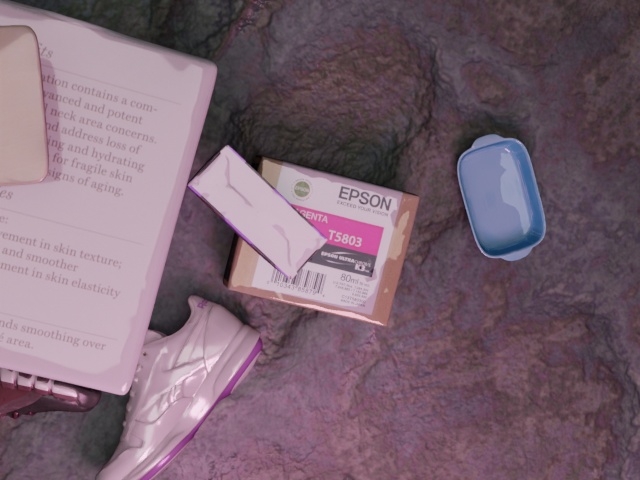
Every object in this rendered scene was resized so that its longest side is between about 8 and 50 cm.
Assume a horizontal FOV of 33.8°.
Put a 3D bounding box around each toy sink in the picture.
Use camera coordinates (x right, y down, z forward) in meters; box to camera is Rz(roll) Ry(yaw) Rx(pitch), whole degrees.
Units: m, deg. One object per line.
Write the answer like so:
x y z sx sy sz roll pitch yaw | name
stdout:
-0.382 -0.125 1.041 0.234 0.131 0.152 -5 94 -5 | toy sink

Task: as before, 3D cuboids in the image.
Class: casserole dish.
0.261 -0.063 1.548 0.114 0.037 0.188 -17 98 -10 | casserole dish

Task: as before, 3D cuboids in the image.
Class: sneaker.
-0.443 0.226 1.409 0.282 0.106 0.162 15 96 -1 | sneaker
-0.220 0.212 1.452 0.152 0.114 0.305 39 82 3 | sneaker

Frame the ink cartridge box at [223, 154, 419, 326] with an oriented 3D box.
0.000 0.000 1.476 0.235 0.088 0.193 13 92 -10 | ink cartridge box

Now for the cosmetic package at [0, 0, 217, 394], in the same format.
-0.342 -0.062 1.284 0.330 0.327 0.393 16 91 -11 | cosmetic package

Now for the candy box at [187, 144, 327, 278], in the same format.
-0.085 -0.038 1.316 0.165 0.196 0.070 43 87 -8 | candy box
